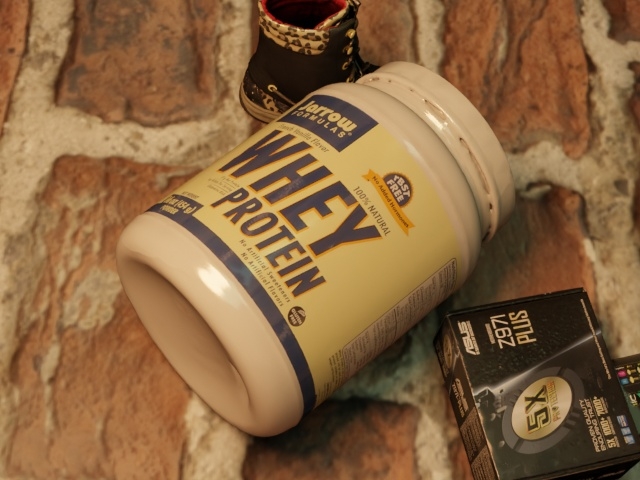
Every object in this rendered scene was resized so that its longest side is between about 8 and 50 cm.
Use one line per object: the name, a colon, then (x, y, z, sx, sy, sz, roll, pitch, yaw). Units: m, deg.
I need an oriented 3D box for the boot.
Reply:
boot: (0.036, -0.177, 1.307, 0.236, 0.178, 0.085, 9, 63, -2)

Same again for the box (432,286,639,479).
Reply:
box: (0.207, 0.150, 1.223, 0.147, 0.077, 0.180, -9, 65, -11)

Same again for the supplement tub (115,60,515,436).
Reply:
supplement tub: (0.000, 0.000, 1.182, 0.325, 0.235, 0.235, -38, 74, -22)

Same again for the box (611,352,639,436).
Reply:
box: (0.309, 0.160, 1.240, 0.052, 0.062, 0.083, -11, 65, -12)
